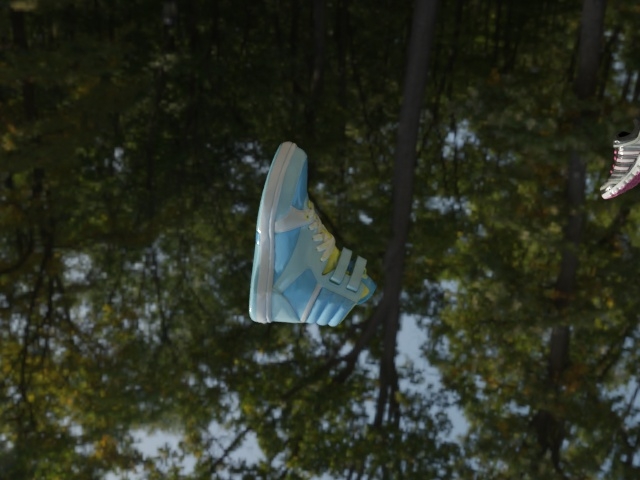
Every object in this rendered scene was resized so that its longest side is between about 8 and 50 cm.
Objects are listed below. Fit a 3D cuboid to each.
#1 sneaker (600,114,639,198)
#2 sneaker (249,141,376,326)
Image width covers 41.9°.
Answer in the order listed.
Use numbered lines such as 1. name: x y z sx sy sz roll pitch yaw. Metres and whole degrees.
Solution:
1. sneaker: 0.500 -0.139 1.353 0.063 0.170 0.075 -21 -117 -33
2. sneaker: 0.000 0.000 1.383 0.208 0.319 0.127 10 -155 4
